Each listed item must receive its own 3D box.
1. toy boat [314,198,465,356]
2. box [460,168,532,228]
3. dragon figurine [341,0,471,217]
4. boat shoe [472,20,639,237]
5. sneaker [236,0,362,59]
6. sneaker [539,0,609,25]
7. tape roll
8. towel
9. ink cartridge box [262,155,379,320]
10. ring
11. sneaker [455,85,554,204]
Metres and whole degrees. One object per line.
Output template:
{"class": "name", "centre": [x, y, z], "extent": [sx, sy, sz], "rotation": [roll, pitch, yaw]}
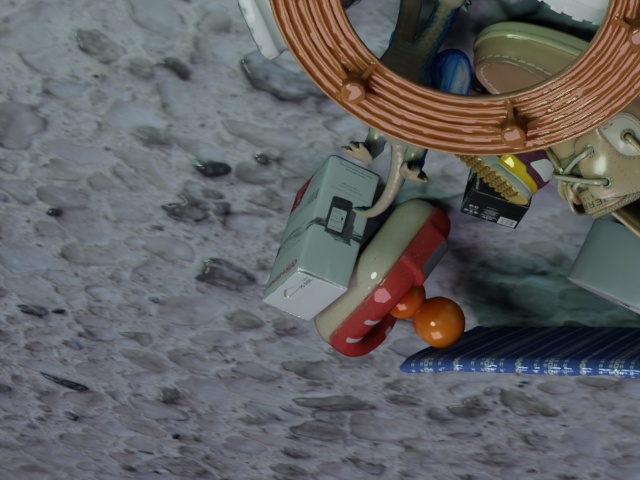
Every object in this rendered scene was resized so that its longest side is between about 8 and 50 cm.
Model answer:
{"class": "toy boat", "centre": [0.097, 0.066, 1.744], "extent": [0.151, 0.151, 0.231], "rotation": [38, 151, 0]}
{"class": "box", "centre": [0.183, -0.065, 1.555], "extent": [0.062, 0.083, 0.052], "rotation": [17, 153, -3]}
{"class": "dragon figurine", "centre": [0.086, -0.136, 1.409], "extent": [0.085, 0.144, 0.289], "rotation": [19, 148, 15]}
{"class": "boat shoe", "centre": [0.273, -0.075, 1.415], "extent": [0.341, 0.110, 0.121], "rotation": [34, 161, -7]}
{"class": "sneaker", "centre": [-0.045, -0.286, 1.301], "extent": [0.115, 0.105, 0.281], "rotation": [-24, 140, 1]}
{"class": "sneaker", "centre": [0.190, -0.255, 1.220], "extent": [0.235, 0.090, 0.095], "rotation": [27, 140, -22]}
{"class": "tape roll", "centre": [0.368, 0.054, 1.584], "extent": [0.219, 0.072, 0.219], "rotation": [25, -179, -1]}
{"class": "towel", "centre": [0.292, 0.134, 1.762], "extent": [0.336, 0.040, 0.243], "rotation": [-1, -175, 27]}
{"class": "ink cartridge box", "centre": [0.000, 0.000, 1.695], "extent": [0.063, 0.150, 0.109], "rotation": [24, 151, -14]}
{"class": "ring", "centre": [0.118, -0.200, 1.211], "extent": [0.337, 0.032, 0.336], "rotation": [6, 128, 8]}
{"class": "sneaker", "centre": [0.156, -0.123, 1.499], "extent": [0.185, 0.084, 0.069], "rotation": [44, 170, -2]}
